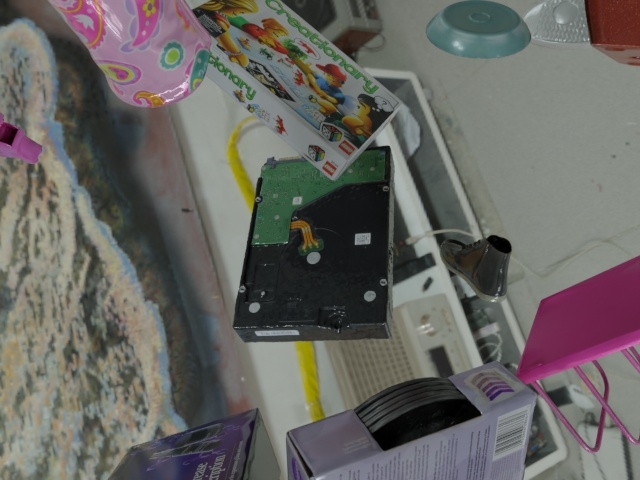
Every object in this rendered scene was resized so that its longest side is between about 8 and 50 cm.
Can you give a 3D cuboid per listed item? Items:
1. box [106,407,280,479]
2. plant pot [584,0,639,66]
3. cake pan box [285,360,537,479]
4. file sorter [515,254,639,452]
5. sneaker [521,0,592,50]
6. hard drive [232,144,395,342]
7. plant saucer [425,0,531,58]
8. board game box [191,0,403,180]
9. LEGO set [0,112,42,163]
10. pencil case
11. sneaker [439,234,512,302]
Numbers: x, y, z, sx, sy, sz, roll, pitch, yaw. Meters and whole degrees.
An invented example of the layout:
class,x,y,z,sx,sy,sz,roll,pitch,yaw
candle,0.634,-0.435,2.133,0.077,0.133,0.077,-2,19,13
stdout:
class,x,y,z,sx,sy,sz,roll,pitch,yaw
box,-0.149,0.297,0.700,0.261,0.184,0.103,-131,21,-87
plant pot,0.381,-0.283,0.573,0.267,0.267,0.236,15,105,32
cake pan box,0.089,0.265,0.628,0.070,0.246,0.267,42,140,53
file sorter,0.461,0.145,0.855,0.182,0.202,0.291,50,130,-5
sneaker,0.461,-0.343,1.027,0.256,0.151,0.094,-3,85,15
hard drive,0.000,0.000,1.008,0.064,0.237,0.339,67,-158,-54
plant saucer,0.181,-0.246,0.712,0.119,0.119,0.021,46,152,37
board game box,-0.043,-0.242,0.911,0.305,0.193,0.053,40,137,0
LEGO set,-0.360,-0.064,0.596,0.227,0.093,0.087,7,72,29
pencil case,-0.190,-0.246,0.546,0.124,0.124,0.284,56,172,30
sneaker,0.330,0.023,1.305,0.222,0.083,0.118,-127,39,-56
